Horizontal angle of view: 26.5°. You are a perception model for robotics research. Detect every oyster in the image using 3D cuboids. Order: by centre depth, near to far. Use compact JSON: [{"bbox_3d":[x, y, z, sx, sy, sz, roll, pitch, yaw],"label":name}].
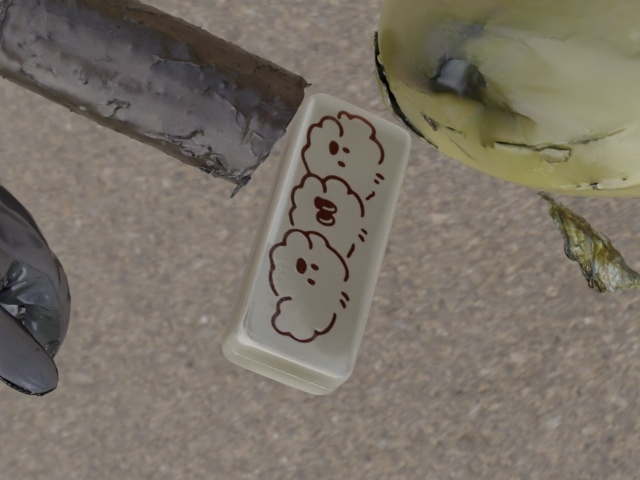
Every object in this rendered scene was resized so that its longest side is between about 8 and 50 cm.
[{"bbox_3d":[0.276,0.006,1.441,0.045,0.121,0.146,-33,83,31],"label":"oyster"}]

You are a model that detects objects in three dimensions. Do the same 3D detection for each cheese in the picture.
[{"bbox_3d":[0.155,-0.144,0.835,0.316,0.128,0.259,4,57,41],"label":"cheese"}]

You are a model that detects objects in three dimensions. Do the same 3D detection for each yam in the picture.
[{"bbox_3d":[-0.155,-0.147,1.213,0.279,0.131,0.131,24,113,-12],"label":"yam"}]

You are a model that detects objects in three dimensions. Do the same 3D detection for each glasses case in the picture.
[{"bbox_3d":[0.000,0.000,1.552,0.144,0.336,0.076,22,152,-13],"label":"glasses case"}]

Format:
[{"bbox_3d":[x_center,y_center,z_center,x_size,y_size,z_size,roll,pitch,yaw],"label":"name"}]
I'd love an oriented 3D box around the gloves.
[{"bbox_3d":[-0.230,0.009,0.839,0.119,0.285,0.142,-28,53,-12],"label":"gloves"}]
